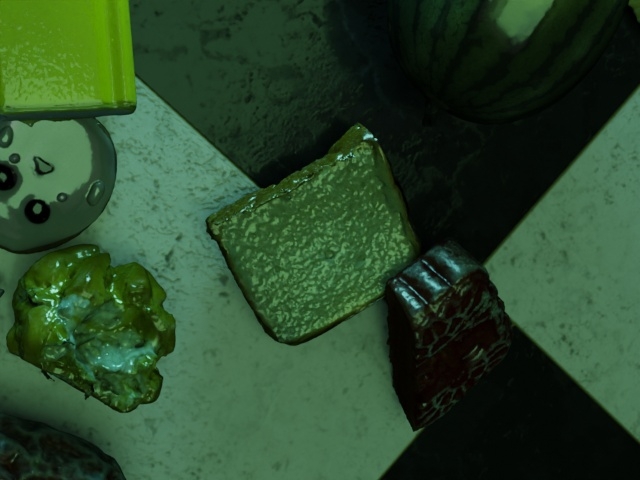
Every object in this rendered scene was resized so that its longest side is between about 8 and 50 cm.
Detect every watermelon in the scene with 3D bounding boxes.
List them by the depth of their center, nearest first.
[{"bbox_3d":[0.228,-0.297,1.239,0.279,0.279,0.359,32,92,-21],"label":"watermelon"}]

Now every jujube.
[{"bbox_3d":[-0.390,0.326,1.219,0.317,0.226,0.226,22,95,-25],"label":"jujube"}]

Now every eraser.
[{"bbox_3d":[-0.302,-0.250,1.171,0.158,0.069,0.225,-5,91,-18],"label":"eraser"}]

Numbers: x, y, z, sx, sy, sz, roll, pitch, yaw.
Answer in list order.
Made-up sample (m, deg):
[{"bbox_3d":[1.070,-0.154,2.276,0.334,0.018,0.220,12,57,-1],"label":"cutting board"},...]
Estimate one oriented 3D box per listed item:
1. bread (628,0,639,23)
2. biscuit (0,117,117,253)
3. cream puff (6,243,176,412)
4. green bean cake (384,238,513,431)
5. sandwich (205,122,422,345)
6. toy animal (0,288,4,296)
[{"bbox_3d":[0.464,-0.424,1.378,0.178,0.142,0.266,-40,109,11],"label":"bread"},{"bbox_3d":[-0.345,-0.080,1.231,0.181,0.049,0.208,34,89,-20],"label":"biscuit"},{"bbox_3d":[-0.276,0.100,1.234,0.194,0.195,0.221,-48,128,-3],"label":"cream puff"},{"bbox_3d":[0.160,0.128,1.366,0.199,0.097,0.232,-37,137,-10],"label":"green bean cake"},{"bbox_3d":[0.000,0.000,1.334,0.251,0.087,0.226,-31,111,-7],"label":"sandwich"},{"bbox_3d":[-0.471,0.089,1.179,0.081,0.367,0.206,39,47,14],"label":"toy animal"}]
